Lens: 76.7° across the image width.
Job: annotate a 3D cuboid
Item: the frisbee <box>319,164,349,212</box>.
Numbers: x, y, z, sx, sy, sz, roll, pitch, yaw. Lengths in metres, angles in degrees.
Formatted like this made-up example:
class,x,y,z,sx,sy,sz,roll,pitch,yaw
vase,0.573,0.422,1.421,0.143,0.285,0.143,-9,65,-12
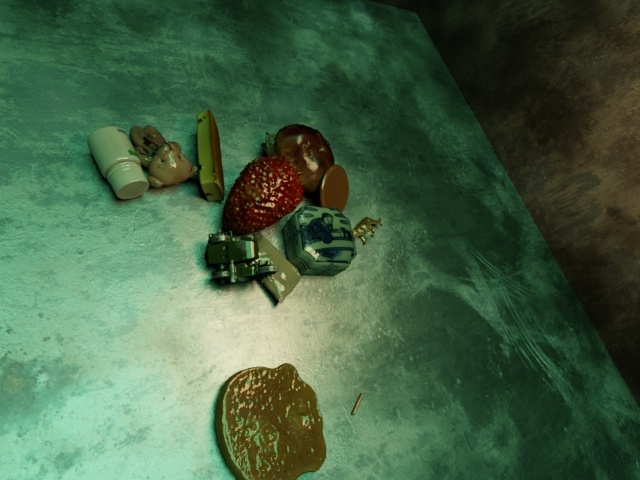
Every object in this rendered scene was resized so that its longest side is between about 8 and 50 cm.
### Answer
class,x,y,z,sx,sy,sz,roll,pitch,yaw
frisbee,0.068,-0.223,1.866,0.251,0.021,0.250,-24,119,-52

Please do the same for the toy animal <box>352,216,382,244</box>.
class,x,y,z,sx,sy,sz,roll,pitch,yaw
toy animal,0.220,-0.058,1.947,0.099,0.057,0.241,45,51,-2

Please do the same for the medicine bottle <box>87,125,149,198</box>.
class,x,y,z,sx,sy,sz,roll,pitch,yaw
medicine bottle,-0.717,-0.276,1.445,0.139,0.139,0.236,-25,78,-38

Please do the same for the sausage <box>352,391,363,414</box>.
class,x,y,z,sx,sy,sz,roll,pitch,yaw
sausage,0.142,0.623,1.544,0.015,0.015,0.100,41,51,-6

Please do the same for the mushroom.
class,x,y,z,sx,sy,sz,roll,pitch,yaw
mushroom,-0.093,-0.385,1.869,0.345,0.260,0.345,23,61,-51

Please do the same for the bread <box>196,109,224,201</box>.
class,x,y,z,sx,sy,sz,roll,pitch,yaw
bread,-0.448,-0.345,1.645,0.077,0.138,0.361,-10,66,-3

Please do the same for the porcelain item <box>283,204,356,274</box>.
class,x,y,z,sx,sy,sz,roll,pitch,yaw
porcelain item,0.000,0.000,1.718,0.282,0.157,0.285,6,62,-30

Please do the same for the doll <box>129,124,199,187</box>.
class,x,y,z,sx,sy,sz,roll,pitch,yaw
doll,-0.612,-0.348,1.544,0.201,0.156,0.303,-28,77,-38

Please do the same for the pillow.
class,x,y,z,sx,sy,sz,roll,pitch,yaw
pillow,-0.202,0.103,1.593,0.270,0.067,0.173,45,49,0

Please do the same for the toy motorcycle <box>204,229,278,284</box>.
class,x,y,z,sx,sy,sz,roll,pitch,yaw
toy motorcycle,-0.292,0.062,1.480,0.275,0.127,0.205,-5,81,-2

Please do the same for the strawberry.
class,x,y,z,sx,sy,sz,roll,pitch,yaw
strawberry,-0.228,-0.173,1.596,0.292,0.292,0.343,39,48,-7

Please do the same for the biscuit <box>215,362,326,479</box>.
class,x,y,z,sx,sy,sz,roll,pitch,yaw
biscuit,-0.161,0.604,1.338,0.365,0.062,0.385,-5,67,-36
